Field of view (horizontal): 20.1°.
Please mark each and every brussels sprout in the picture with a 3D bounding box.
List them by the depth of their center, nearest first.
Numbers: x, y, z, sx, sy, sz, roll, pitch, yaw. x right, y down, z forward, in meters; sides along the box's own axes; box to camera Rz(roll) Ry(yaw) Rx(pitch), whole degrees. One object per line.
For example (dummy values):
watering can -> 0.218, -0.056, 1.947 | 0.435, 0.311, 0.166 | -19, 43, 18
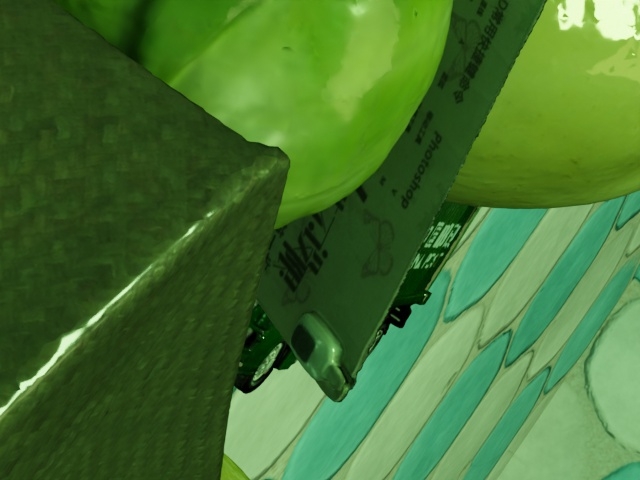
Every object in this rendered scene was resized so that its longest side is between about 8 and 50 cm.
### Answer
brussels sprout -> -0.031, -0.077, 0.552 | 0.183, 0.131, 0.145 | -66, -153, 21

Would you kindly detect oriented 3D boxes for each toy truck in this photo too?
toy truck -> 0.000, 0.000, 0.893 | 0.121, 0.088, 0.259 | -57, 166, 10

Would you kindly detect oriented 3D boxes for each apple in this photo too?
apple -> 0.071, -0.104, 0.718 | 0.200, 0.200, 0.200 | -50, 164, -20

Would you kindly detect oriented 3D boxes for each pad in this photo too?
pad -> 0.011, -0.090, 0.625 | 0.009, 0.159, 0.265 | -4, 132, -39

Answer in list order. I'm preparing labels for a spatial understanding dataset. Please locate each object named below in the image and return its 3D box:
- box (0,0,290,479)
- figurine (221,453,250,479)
box -> -0.127, 0.057, 0.518 | 0.184, 0.143, 0.273 | -47, 164, -29
figurine -> -0.107, 0.318, 1.049 | 0.338, 0.283, 0.204 | -42, -148, 19
